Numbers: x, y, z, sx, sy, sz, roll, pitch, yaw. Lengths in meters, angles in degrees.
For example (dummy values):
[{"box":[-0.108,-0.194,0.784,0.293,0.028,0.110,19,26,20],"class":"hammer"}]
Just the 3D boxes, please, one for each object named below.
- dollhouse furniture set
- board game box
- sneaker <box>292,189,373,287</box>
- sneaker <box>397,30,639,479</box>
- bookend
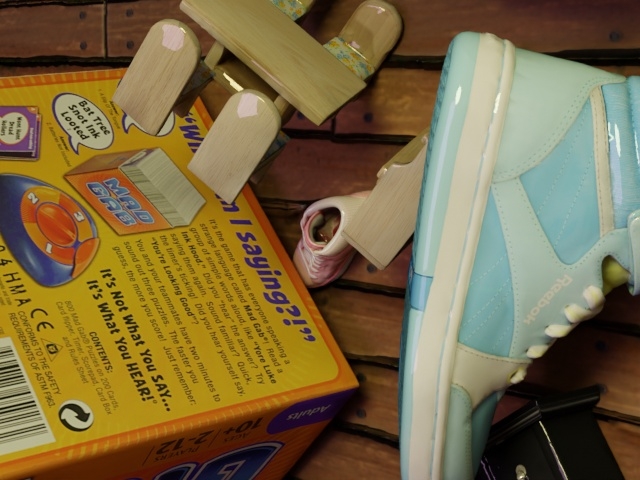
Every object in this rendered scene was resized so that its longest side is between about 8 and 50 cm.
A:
[{"box":[0.015,-0.126,1.067,0.242,0.212,0.161,41,129,5],"class":"dollhouse furniture set"},{"box":[-0.257,0.105,1.253,0.357,0.356,0.356,60,139,24],"class":"board game box"},{"box":[0.000,0.000,1.193,0.134,0.070,0.051,-39,68,44],"class":"sneaker"},{"box":[0.160,0.036,0.935,0.127,0.208,0.319,-82,-1,-71],"class":"sneaker"},{"box":[0.157,0.210,1.041,0.156,0.072,0.157,-40,66,42],"class":"bookend"}]
